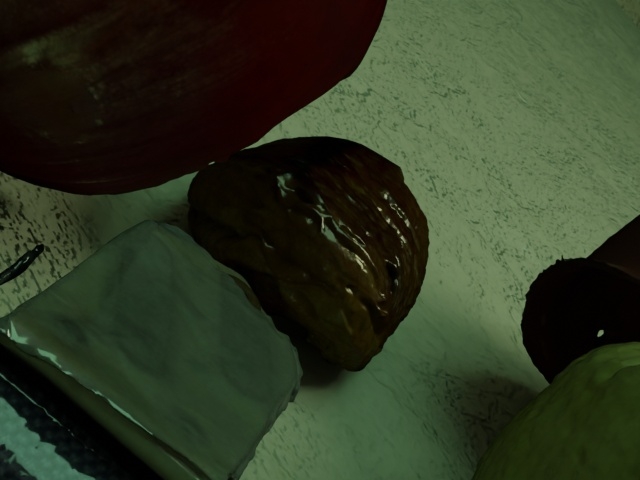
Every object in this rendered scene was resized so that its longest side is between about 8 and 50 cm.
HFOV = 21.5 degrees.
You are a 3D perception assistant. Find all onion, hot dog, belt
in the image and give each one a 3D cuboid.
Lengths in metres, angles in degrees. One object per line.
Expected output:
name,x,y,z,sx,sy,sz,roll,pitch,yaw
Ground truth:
onion,-0.135,-0.201,0.877,0.341,0.341,0.341,38,21,-18
hot dog,0.000,-0.003,1.046,0.160,0.099,0.227,47,19,7
belt,-0.099,0.068,0.661,0.126,0.139,0.230,45,22,0

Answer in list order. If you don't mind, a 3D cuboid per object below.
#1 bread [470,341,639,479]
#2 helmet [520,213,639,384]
bread,0.218,0.205,0.888,0.320,0.237,0.320,45,4,-4
helmet,0.335,0.063,1.152,0.337,0.230,0.385,34,-17,29
